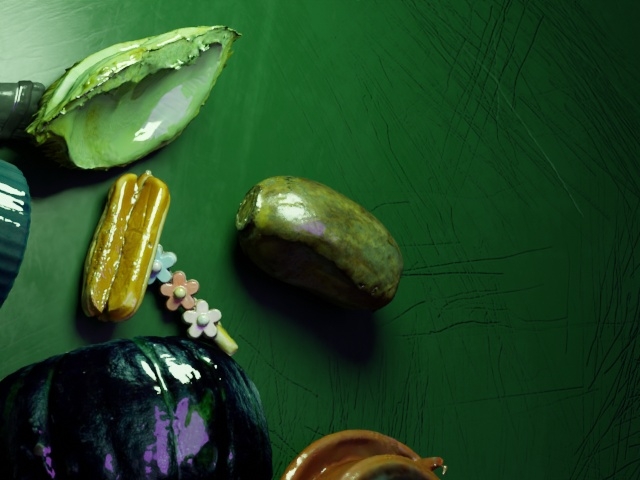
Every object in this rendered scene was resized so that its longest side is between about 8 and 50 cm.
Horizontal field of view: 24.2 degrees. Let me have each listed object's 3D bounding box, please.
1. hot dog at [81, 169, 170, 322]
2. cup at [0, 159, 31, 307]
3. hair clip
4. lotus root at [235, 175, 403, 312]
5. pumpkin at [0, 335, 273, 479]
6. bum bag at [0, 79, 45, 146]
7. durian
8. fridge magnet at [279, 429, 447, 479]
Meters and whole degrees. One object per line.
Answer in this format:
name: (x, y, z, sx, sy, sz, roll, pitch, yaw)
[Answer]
hot dog: (-0.261, 0.003, 2.012, 0.092, 0.062, 0.236, 14, 63, 5)
cup: (-0.520, -0.038, 1.723, 0.292, 0.308, 0.242, 21, 103, -35)
hair clip: (-0.189, 0.080, 2.062, 0.062, 0.056, 0.214, -42, 107, -7)
lotus root: (0.000, 0.000, 2.181, 0.275, 0.160, 0.152, 28, 69, -31)
pumpkin: (-0.236, 0.257, 1.756, 0.363, 0.363, 0.266, 0, 74, -41)
bum bag: (-0.434, -0.169, 1.941, 0.197, 0.049, 0.087, 0, 100, -41)
durian: (-0.250, -0.186, 1.993, 0.394, 0.198, 0.163, -29, 103, -53)
fridge magnet: (0.075, 0.443, 2.095, 0.363, 0.155, 0.363, 15, 66, -36)
